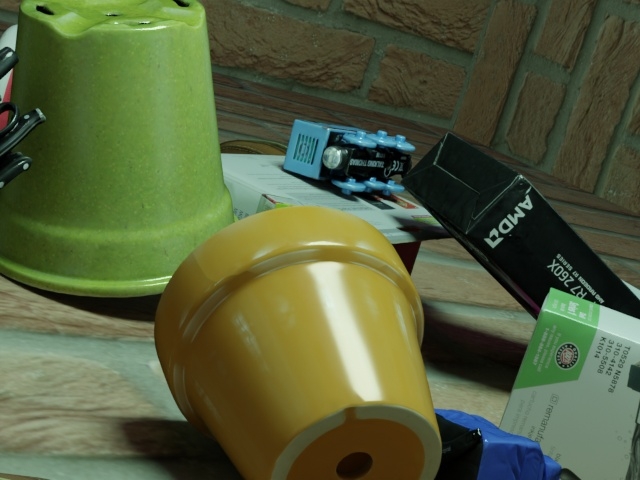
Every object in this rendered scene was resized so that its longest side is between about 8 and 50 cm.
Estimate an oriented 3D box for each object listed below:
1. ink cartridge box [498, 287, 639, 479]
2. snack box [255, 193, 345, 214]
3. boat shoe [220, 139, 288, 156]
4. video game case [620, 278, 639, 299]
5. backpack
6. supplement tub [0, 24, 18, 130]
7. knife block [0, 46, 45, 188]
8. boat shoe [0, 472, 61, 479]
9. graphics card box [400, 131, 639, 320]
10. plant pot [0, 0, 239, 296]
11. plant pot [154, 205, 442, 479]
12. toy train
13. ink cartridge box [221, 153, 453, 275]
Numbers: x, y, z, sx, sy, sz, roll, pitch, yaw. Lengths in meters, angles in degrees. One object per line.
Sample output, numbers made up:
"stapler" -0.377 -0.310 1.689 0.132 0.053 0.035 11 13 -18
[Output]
"ink cartridge box" 0.283 0.159 1.191 0.220 0.160 0.092 19 13 10
"snack box" -0.032 0.029 1.365 0.100 0.141 0.037 11 13 -32
"boat shoe" -0.056 -0.072 1.877 0.307 0.110 0.104 25 12 31
"video game case" 0.424 0.113 1.705 0.227 0.026 0.206 44 -1 -28
"backpack" 0.115 0.183 0.997 0.101 0.097 0.120 16 -1 -29
"supplement tub" -0.296 -0.154 1.696 0.272 0.191 0.191 16 12 -8
"knife block" -0.368 -0.079 1.115 0.088 0.242 0.276 24 13 32
"boat shoe" -0.140 0.171 0.753 0.178 0.064 0.060 21 5 -19
"graphics card box" 0.269 0.048 1.491 0.371 0.094 0.233 45 2 -22
"plant pot" -0.207 -0.116 1.323 0.276 0.253 0.276 4 23 -2
"plant pot" -0.004 0.109 0.965 0.205 0.205 0.188 12 29 -27
"toy train" 0.040 -0.104 1.610 0.105 0.080 0.184 21 12 30
"ink cartridge box" 0.000 0.000 1.582 0.272 0.130 0.309 26 14 26
